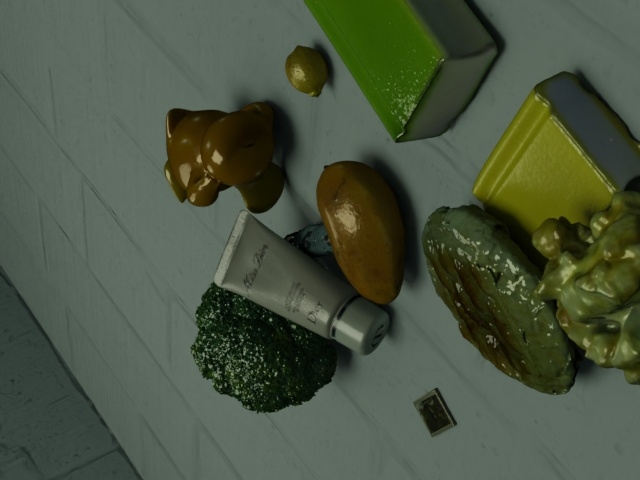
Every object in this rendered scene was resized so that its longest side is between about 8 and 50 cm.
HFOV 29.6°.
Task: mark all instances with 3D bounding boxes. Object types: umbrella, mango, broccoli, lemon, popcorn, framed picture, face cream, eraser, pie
[{"bbox_3d":[0.002,0.001,1.989,0.053,0.052,0.250,37,160,-19],"label":"umbrella"},{"bbox_3d":[0.066,-0.010,1.795,0.147,0.109,0.227,-4,109,58],"label":"mango"},{"bbox_3d":[-0.091,0.166,2.122,0.269,0.261,0.241,47,-175,-12],"label":"broccoli"},{"bbox_3d":[-0.020,-0.253,1.814,0.062,0.062,0.083,-18,93,63],"label":"lemon"},{"bbox_3d":[0.322,0.042,1.284,0.185,0.167,0.187,9,128,51],"label":"popcorn"},{"bbox_3d":[0.180,0.274,1.923,0.066,0.007,0.089,61,153,10],"label":"framed picture"},{"bbox_3d":[-0.032,0.079,1.982,0.314,0.089,0.143,30,110,25],"label":"face cream"},{"bbox_3d":[0.093,-0.279,1.556,0.274,0.092,0.210,59,153,18],"label":"eraser"},{"bbox_3d":[0.224,0.079,1.542,0.306,0.071,0.306,53,170,13],"label":"pie"},{"bbox_3d":[0.274,-0.072,1.405,0.158,0.069,0.226,56,152,18],"label":"eraser"}]

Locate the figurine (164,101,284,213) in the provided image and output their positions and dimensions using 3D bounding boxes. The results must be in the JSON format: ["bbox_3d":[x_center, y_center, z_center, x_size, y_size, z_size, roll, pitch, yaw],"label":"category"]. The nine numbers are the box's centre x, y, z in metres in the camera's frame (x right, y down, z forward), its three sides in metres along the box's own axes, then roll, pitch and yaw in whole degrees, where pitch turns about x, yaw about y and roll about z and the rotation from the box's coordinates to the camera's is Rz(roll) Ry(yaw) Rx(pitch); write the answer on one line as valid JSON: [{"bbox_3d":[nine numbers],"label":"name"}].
[{"bbox_3d":[-0.165,-0.145,2.039,0.228,0.215,0.215,23,132,36],"label":"figurine"}]
